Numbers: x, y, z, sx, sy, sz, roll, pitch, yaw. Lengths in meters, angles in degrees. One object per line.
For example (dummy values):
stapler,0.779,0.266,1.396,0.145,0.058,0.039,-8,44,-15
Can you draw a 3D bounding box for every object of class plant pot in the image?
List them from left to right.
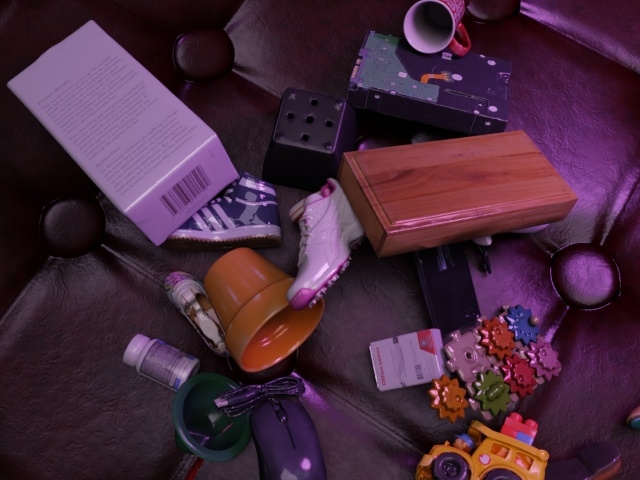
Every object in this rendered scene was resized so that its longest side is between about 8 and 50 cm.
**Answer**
plant pot,-0.128,0.121,1.184,0.205,0.205,0.188,-40,63,-10
plant pot,-0.021,-0.222,1.277,0.187,0.167,0.188,13,75,3

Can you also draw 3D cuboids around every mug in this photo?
mug,0.270,-0.487,1.353,0.113,0.169,0.150,-12,117,31

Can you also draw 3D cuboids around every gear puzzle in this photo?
gear puzzle,0.330,0.237,1.149,0.339,0.044,0.175,-20,75,-31

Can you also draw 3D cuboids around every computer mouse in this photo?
computer mouse,-0.072,0.363,1.097,0.188,0.072,0.272,-8,47,-24

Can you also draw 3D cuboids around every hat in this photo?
hat,-0.257,0.390,1.187,0.173,0.183,0.208,43,35,-4

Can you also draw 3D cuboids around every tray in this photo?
tray,0.260,-0.102,1.139,0.411,0.076,0.203,-11,53,-19

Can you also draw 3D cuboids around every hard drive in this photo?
hard drive,0.242,-0.346,1.316,0.339,0.064,0.237,14,49,3

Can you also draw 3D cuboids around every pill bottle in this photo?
pill bottle,-0.319,0.245,1.201,0.137,0.078,0.078,25,77,6

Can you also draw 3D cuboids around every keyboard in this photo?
keyboard,0.272,0.023,1.238,0.201,0.033,0.317,-16,93,-26

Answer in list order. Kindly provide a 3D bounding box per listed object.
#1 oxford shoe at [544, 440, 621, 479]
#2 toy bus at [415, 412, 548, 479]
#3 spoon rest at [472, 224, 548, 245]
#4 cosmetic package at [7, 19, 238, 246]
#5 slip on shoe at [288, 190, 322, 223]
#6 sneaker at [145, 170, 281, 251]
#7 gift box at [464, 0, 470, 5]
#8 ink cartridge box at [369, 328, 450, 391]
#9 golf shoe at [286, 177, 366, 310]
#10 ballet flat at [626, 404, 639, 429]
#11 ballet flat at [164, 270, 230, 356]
oxford shoe,0.481,0.466,1.150,0.212,0.076,0.076,-24,117,5
toy bus,0.315,0.415,1.124,0.220,0.149,0.211,17,55,25
spoon rest,0.400,-0.062,1.252,0.276,0.084,0.137,-24,97,-32
cosmetic package,-0.408,-0.228,1.233,0.230,0.161,0.453,-42,66,-10
slip on shoe,0.098,-0.068,1.266,0.331,0.123,0.101,-7,79,-7
sneaker,-0.224,-0.062,1.271,0.282,0.099,0.153,-2,75,-1
gift box,0.269,-0.740,1.368,0.276,0.255,0.258,17,78,1
ink cartridge box,0.176,0.236,1.184,0.135,0.056,0.099,-18,74,28
golf shoe,0.000,0.000,1.110,0.140,0.115,0.306,37,48,-1
ballet flat,0.713,0.333,1.190,0.232,0.080,0.073,1,47,-2
ballet flat,-0.246,0.145,1.226,0.077,0.079,0.221,-38,78,-7
